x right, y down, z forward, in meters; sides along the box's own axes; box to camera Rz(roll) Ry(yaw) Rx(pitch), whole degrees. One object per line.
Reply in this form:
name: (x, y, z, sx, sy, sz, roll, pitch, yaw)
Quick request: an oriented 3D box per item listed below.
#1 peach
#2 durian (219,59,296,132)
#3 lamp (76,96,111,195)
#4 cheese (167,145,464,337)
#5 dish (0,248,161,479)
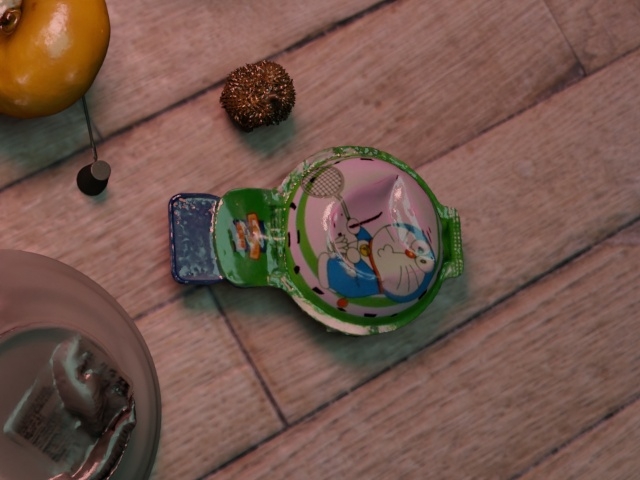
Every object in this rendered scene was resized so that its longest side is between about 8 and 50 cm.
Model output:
peach: (-0.286, -0.201, 1.713, 0.179, 0.103, 0.179, -7, 61, 12)
durian: (-0.061, -0.149, 1.819, 0.080, 0.091, 0.080, -3, 95, -30)
lamp: (-0.234, -0.109, 1.762, 0.041, 0.054, 0.121, -13, 83, -23)
cheese: (0.000, 0.000, 1.810, 0.320, 0.083, 0.204, 1, 78, -21)
dish: (-0.271, 0.160, 1.630, 0.316, 0.106, 0.316, 3, 84, -30)
